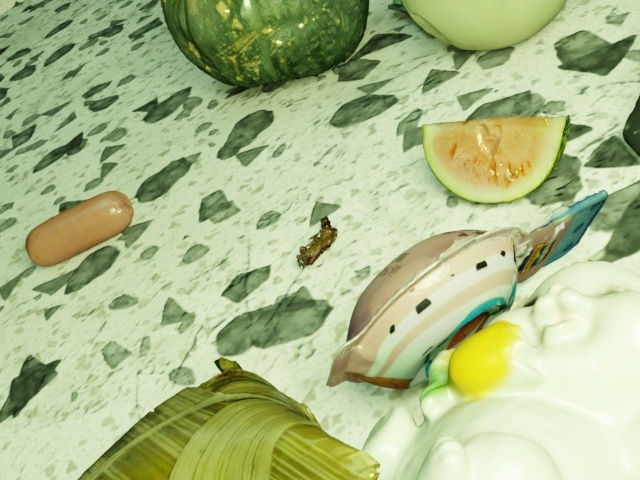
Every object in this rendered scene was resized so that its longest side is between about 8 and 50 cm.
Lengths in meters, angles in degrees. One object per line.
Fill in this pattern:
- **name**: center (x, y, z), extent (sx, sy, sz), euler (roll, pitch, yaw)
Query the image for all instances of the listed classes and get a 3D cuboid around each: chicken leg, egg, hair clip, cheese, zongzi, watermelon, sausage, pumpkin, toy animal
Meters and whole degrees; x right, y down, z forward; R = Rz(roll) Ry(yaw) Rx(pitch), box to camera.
- **chicken leg**: center (0.001, 0.001, 0.996), extent (0.036, 0.021, 0.083), euler (-12, 34, 41)
- **egg**: center (0.204, -0.353, 1.159), extent (0.219, 0.219, 0.269), euler (-35, 27, -10)
- **hair clip**: center (0.147, -0.344, 1.362), extent (0.049, 0.049, 0.173), euler (-30, 30, -3)
- **cheese**: center (0.121, 0.038, 0.736), extent (0.286, 0.189, 0.074), euler (-26, 65, -26)
- **zongzi**: center (-0.098, 0.210, 0.610), extent (0.286, 0.134, 0.288), euler (-44, 13, -16)
- **watermelon**: center (0.188, -0.085, 0.934), extent (0.163, 0.087, 0.069), euler (3, 13, 38)
- **sausage**: center (-0.324, -0.017, 1.233), extent (0.154, 0.062, 0.062), euler (-26, 32, 6)
- **pumpkin**: center (-0.083, -0.364, 1.357), extent (0.291, 0.257, 0.327), euler (-22, 23, -13)
- **toy animal**: center (0.161, 0.109, 0.606), extent (0.208, 0.154, 0.325), euler (-30, 3, 39)

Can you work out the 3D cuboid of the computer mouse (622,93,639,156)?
- **computer mouse**: center (0.407, -0.182, 0.843), extent (0.295, 0.087, 0.168), euler (-61, 26, 6)
